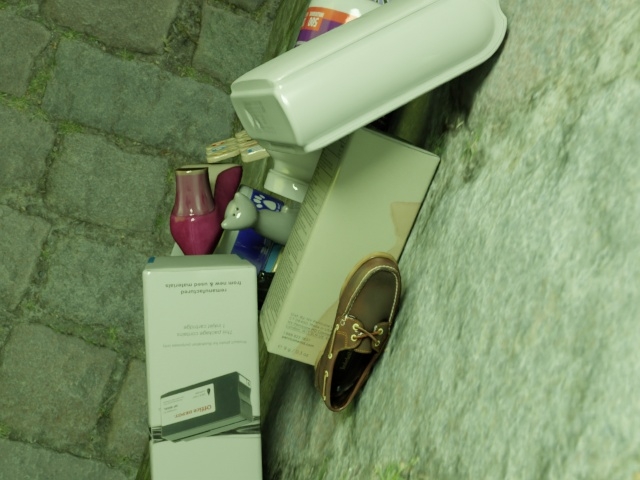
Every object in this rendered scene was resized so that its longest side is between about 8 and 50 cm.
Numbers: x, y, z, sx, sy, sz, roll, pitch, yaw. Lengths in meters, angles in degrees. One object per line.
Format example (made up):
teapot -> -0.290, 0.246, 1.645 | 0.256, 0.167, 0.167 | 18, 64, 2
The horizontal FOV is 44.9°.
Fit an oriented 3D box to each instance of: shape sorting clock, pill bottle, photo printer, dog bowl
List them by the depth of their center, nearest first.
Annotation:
photo printer -> 0.059, -0.218, 0.952 | 0.307, 0.107, 0.256 | -29, 17, -11
pill bottle -> 0.020, -0.215, 1.237 | 0.181, 0.181, 0.323 | -143, 73, -75
shape sorting clock -> -0.107, 0.065, 1.642 | 0.206, 0.040, 0.206 | -159, 90, -82
dog bowl -> -0.173, 0.018, 1.679 | 0.265, 0.104, 0.265 | -159, 90, -81

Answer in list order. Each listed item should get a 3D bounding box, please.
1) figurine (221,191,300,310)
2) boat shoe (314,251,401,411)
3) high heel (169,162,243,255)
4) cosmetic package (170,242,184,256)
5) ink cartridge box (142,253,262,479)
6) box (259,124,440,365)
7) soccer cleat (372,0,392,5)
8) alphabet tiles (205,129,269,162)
figurine -> -0.128, 0.021, 1.434 | 0.092, 0.209, 0.215 | 23, 94, 36
boat shoe -> 0.049, 0.115, 0.932 | 0.073, 0.073, 0.207 | -100, 25, -60
high heel -> -0.228, -0.061, 1.550 | 0.377, 0.127, 0.181 | -49, -43, -79
cosmetic package -> -0.279, 0.046, 1.639 | 0.117, 0.085, 0.231 | -80, 15, -49
ink cartridge box -> -0.186, 0.227, 1.216 | 0.285, 0.166, 0.395 | -164, 72, -79
box -> 0.030, 0.002, 1.035 | 0.148, 0.121, 0.311 | -117, 48, -72
soccer cleat -> 0.134, -0.461, 1.259 | 0.318, 0.116, 0.109 | 130, 155, -55
alphabet tiles -> -0.105, -0.216, 1.635 | 0.284, 0.278, 0.021 | -118, 12, -71
